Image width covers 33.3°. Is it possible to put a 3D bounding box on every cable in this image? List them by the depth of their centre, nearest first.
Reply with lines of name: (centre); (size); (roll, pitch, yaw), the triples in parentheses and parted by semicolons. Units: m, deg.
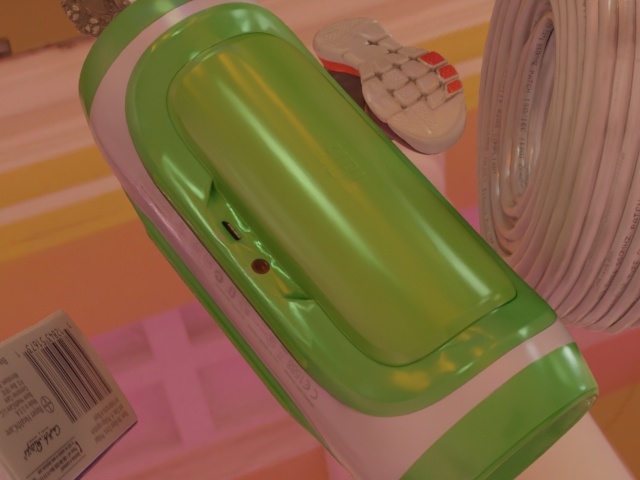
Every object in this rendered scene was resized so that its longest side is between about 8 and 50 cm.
cable: (0.156, -0.076, 0.624); (0.089, 0.257, 0.257); (6, -91, -3)

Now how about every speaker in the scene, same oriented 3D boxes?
speaker: (0.000, 0.000, 0.548); (0.131, 0.296, 0.131); (-34, -22, -16)

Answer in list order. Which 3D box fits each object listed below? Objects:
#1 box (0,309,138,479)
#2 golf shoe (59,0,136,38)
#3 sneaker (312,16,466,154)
box: (-0.171, 0.107, 0.483); (0.137, 0.072, 0.126); (-34, 2, 12)
golf shoe: (-0.177, -0.213, 1.023); (0.069, 0.176, 0.086); (-56, -19, 22)
sneaker: (0.047, -0.088, 0.683); (0.061, 0.158, 0.065); (-20, -51, -12)
